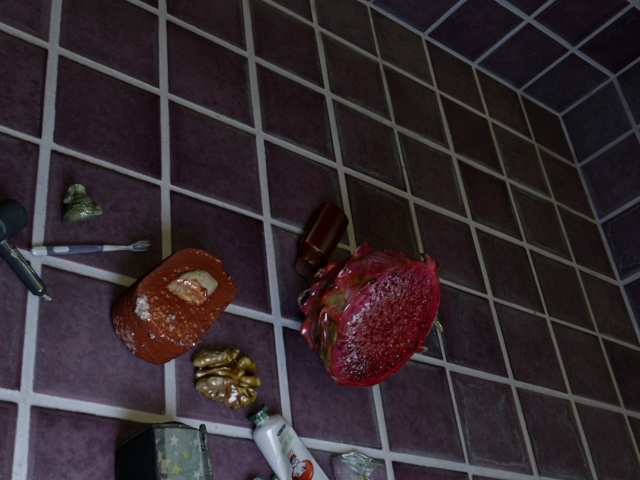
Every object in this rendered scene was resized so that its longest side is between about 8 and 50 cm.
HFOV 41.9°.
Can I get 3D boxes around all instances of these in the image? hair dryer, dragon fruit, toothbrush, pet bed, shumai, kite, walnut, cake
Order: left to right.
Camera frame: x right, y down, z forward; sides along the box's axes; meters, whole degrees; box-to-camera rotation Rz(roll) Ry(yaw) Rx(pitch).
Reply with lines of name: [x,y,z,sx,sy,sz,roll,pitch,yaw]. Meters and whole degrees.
hair dryer: [-0.601,0.029,1.665,0.219,0.072,0.124,55,37,-8]
shumai: [-0.522,-0.084,1.815,0.082,0.083,0.080,-81,157,-88]
toothbrush: [-0.492,0.017,1.812,0.288,0.026,0.024,-2,65,-46]
cake: [-0.317,0.132,1.800,0.177,0.151,0.283,49,42,-11]
pet bed: [-0.272,0.455,1.563,0.159,0.183,0.210,14,52,-36]
walnut: [-0.201,0.299,1.853,0.170,0.069,0.142,14,50,-42]
dragon fruit: [0.108,0.163,2.087,0.249,0.386,0.371,35,-5,39]
kite: [0.113,0.661,1.922,0.204,0.022,0.360,22,47,-42]

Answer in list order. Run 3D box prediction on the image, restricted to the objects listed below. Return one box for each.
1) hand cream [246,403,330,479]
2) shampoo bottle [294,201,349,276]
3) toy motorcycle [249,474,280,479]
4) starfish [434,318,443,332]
hand cream: [-0.048,0.510,1.857,0.336,0.076,0.121,56,37,-7]
shampoo bottle: [0.000,0.000,2.295,0.102,0.064,0.260,43,39,-13]
toy motorcycle: [-0.097,0.582,1.738,0.106,0.074,0.190,16,49,-50]
starfish: [0.305,0.207,2.462,0.130,0.041,0.133,21,45,-43]
